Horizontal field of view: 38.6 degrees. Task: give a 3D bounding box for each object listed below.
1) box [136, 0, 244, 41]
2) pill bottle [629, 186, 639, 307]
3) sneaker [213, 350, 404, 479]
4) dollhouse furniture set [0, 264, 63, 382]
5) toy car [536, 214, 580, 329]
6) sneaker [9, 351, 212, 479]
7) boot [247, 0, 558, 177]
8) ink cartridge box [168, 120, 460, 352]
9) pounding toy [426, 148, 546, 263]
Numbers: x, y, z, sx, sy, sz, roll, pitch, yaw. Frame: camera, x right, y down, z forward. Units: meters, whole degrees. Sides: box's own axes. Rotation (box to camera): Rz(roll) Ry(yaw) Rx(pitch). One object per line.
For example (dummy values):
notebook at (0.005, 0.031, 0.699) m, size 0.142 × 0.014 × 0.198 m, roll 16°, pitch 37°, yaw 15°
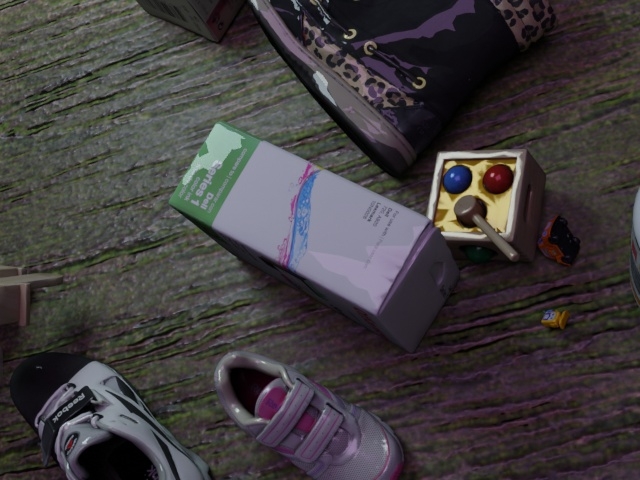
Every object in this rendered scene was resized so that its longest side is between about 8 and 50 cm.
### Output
box at (-0.160, -0.422, 1.276) m, size 0.149 × 0.127 × 0.232 m, roll 27°, pitch 81°, yaw 24°
pill bottle at (0.383, -0.003, 0.877) m, size 0.162 × 0.278 × 0.162 m, roll -6°, pitch 70°, yaw 16°
sneaker at (-0.026, 0.203, 1.021) m, size 0.252 × 0.111 × 0.103 m, roll 24°, pitch 80°, yaw 23°
dollhouse furniture set at (-0.473, 0.212, 1.176) m, size 0.303 × 0.174 × 0.355 m, roll 4°, pitch 95°, yaw 26°
toy car at (0.256, 0.035, 1.028) m, size 0.040 × 0.060 × 0.122 m, roll -7°, pitch 58°, yaw 49°
sneaker at (-0.264, 0.223, 1.072) m, size 0.330 × 0.146 × 0.122 m, roll 29°, pitch 83°, yaw 25°
boot at (0.082, -0.298, 1.151) m, size 0.284 × 0.138 × 0.377 m, roll -39°, pitch 69°, yaw 2°
ink cartridge box at (0.000, 0.000, 1.035) m, size 0.278 × 0.201 × 0.117 m, roll 27°, pitch 82°, yaw 23°
pounding toy at (0.187, -0.030, 1.029) m, size 0.130 × 0.100 × 0.141 m, roll 1°, pitch 71°, yaw 33°
